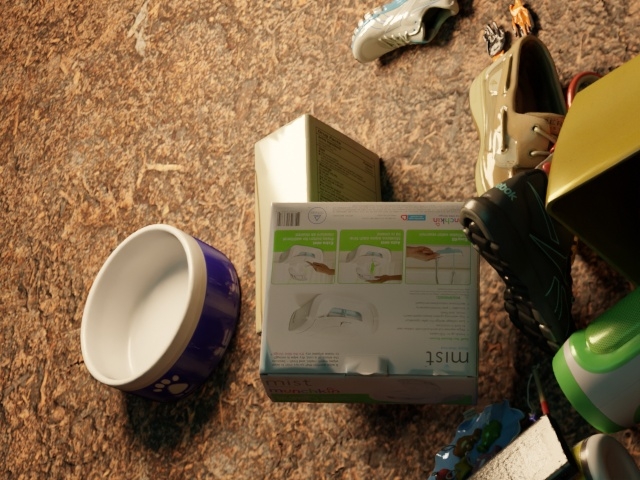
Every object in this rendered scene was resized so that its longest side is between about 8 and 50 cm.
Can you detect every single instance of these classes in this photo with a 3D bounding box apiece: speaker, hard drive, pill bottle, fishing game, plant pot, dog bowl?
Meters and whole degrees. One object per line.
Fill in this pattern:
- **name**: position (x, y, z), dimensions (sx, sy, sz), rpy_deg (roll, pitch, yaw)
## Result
- **speaker**: position (0.398, 0.084, 1.586), dimensions (0.296, 0.131, 0.131), rpy_deg (-41, 44, 23)
- **hard drive**: position (0.215, 0.262, 1.603), dimensions (0.135, 0.022, 0.094), rpy_deg (-43, 28, 16)
- **pill bottle**: position (0.262, 0.296, 1.629), dimensions (0.184, 0.103, 0.103), rpy_deg (-34, 47, 30)
- **fishing game**: position (0.171, 0.258, 1.744), dimensions (0.264, 0.041, 0.189), rpy_deg (-48, 13, 19)
- **plant pot**: position (0.391, -0.098, 1.648), dimensions (0.212, 0.212, 0.187), rpy_deg (-33, 36, 31)
- **dog bowl**: position (-0.250, 0.114, 2.276), dimensions (0.265, 0.104, 0.265), rpy_deg (-25, 53, 37)

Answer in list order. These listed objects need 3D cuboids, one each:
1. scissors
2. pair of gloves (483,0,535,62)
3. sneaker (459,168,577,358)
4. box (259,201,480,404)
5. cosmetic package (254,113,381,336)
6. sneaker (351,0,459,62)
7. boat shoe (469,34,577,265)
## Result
- **scissors**: position (0.292, -0.089, 1.751), dimensions (0.297, 0.109, 0.021), rpy_deg (-51, -4, -25)
- **pair of gloves**: position (0.261, -0.288, 2.027), dimensions (0.083, 0.010, 0.074), rpy_deg (-39, 46, 29)
- **sneaker**: position (0.258, 0.035, 1.679), dimensions (0.106, 0.267, 0.101), rpy_deg (-40, 37, -13)
- **box**: position (0.066, 0.078, 1.802), dimensions (0.262, 0.127, 0.231), rpy_deg (-1, 68, 6)
- **cosmetic package**: position (0.000, 0.000, 2.031), dimensions (0.113, 0.160, 0.309), rpy_deg (-28, 50, 35)
- **sneaker**: position (0.124, -0.311, 2.144), dimensions (0.191, 0.071, 0.083), rpy_deg (-37, 52, 28)
- **boat shoe**: position (0.264, -0.115, 1.824), dimensions (0.110, 0.122, 0.341), rpy_deg (-52, 36, 42)
